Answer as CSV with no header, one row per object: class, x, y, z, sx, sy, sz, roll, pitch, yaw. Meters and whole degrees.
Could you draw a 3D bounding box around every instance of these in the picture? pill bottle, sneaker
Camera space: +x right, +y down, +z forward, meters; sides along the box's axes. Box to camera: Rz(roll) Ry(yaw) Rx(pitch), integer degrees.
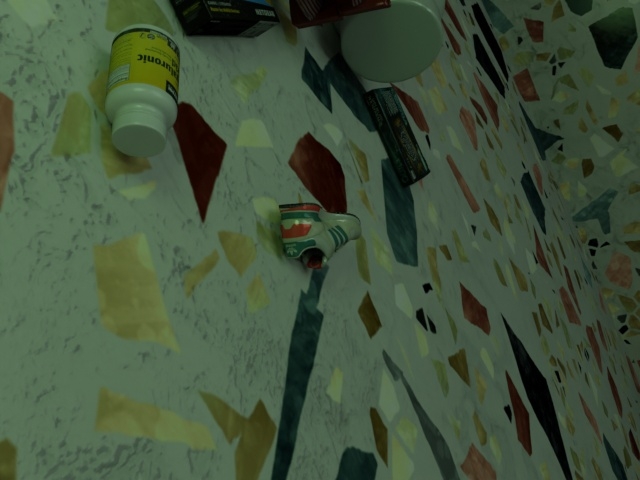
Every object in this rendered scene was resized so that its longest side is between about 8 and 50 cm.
pill bottle,-0.163,-0.136,0.625,0.065,0.065,0.116,34,43,-48
sneaker,0.000,0.000,0.849,0.161,0.057,0.075,14,75,-59
pill bottle,0.117,-0.469,1.230,0.204,0.204,0.361,40,37,-42

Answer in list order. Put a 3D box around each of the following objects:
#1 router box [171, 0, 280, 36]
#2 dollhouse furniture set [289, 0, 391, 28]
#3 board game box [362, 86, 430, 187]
router box,-0.131,-0.323,0.842,0.133,0.046,0.179,65,27,-5
dollhouse furniture set,-0.018,-0.522,0.958,0.201,0.152,0.374,33,48,-69
board game box,0.146,-0.198,1.279,0.186,0.026,0.126,66,27,-4
